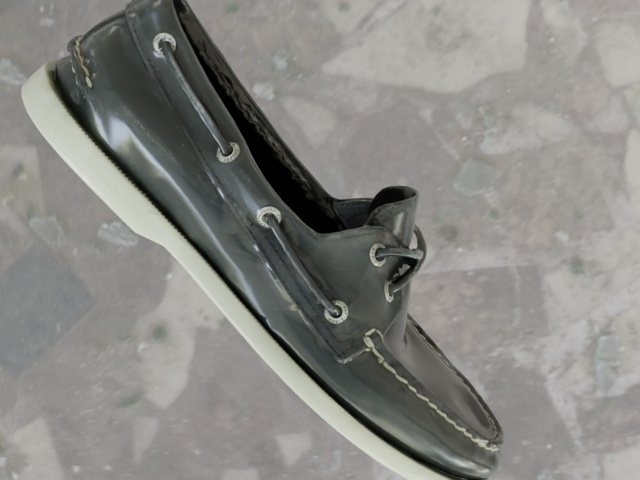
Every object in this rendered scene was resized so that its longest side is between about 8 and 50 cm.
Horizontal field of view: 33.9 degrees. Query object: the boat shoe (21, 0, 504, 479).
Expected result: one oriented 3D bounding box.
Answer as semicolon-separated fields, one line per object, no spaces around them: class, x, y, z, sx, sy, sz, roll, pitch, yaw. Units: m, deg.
boat shoe;0.000;-0.001;0.575;0.340;0.127;0.113;45;102;-3
